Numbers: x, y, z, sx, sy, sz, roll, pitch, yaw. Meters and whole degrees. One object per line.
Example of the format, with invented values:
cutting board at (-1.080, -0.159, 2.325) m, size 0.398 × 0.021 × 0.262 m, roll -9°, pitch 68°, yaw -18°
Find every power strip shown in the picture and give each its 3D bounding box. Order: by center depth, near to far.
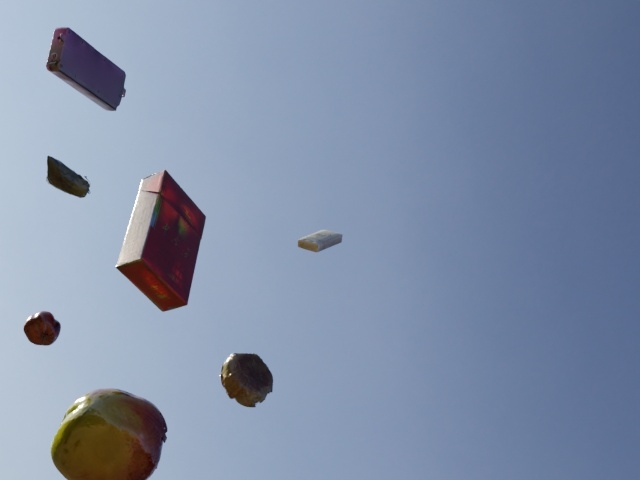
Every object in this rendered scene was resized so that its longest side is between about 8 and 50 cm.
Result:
power strip at (-0.556, -0.406, 2.007) m, size 0.038 × 0.109 × 0.279 m, roll 5°, pitch -12°, yaw 20°

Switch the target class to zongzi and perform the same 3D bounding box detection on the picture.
zongzi at (-0.591, -0.149, 1.967) m, size 0.109 × 0.055 × 0.119 m, roll 26°, pitch -24°, yaw -6°

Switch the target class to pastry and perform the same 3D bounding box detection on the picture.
pastry at (-0.196, 0.364, 2.208) m, size 0.081 × 0.153 × 0.153 m, roll -33°, pitch -77°, yaw 36°

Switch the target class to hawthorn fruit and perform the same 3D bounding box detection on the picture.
hawthorn fruit at (-0.672, 0.209, 2.024) m, size 0.093 × 0.093 × 0.093 m, roll 22°, pitch -43°, yaw 22°

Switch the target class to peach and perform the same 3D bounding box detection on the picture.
peach at (-0.441, 0.421, 1.760) m, size 0.231 × 0.231 × 0.231 m, roll 22°, pitch -43°, yaw 22°

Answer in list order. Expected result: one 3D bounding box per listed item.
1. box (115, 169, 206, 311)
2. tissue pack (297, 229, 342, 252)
box at (-0.401, -0.002, 2.151) m, size 0.089 × 0.313 × 0.197 m, roll -18°, pitch -46°, yaw 23°
tissue pack at (0.000, 0.000, 1.872) m, size 0.056 × 0.108 × 0.023 m, roll 15°, pitch -70°, yaw 27°
